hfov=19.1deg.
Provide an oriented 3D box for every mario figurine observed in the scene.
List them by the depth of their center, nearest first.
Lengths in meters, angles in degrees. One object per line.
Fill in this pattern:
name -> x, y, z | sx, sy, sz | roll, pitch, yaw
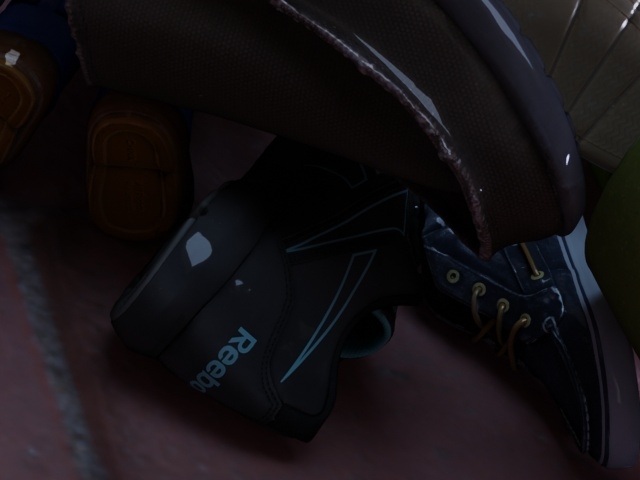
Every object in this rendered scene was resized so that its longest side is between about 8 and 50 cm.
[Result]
mario figurine -> -0.091, -0.120, 1.008 | 0.198, 0.170, 0.320 | 52, 36, -25

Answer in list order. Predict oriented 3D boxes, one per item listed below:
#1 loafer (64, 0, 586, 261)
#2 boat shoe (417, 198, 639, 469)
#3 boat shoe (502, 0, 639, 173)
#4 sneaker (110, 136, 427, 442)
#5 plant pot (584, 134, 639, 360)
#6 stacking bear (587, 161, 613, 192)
loafer -> -0.044, -0.098, 0.830 | 0.366, 0.134, 0.130 | 39, 77, 21
boat shoe -> 0.097, 0.038, 0.931 | 0.083, 0.065, 0.183 | -7, 49, -7
boat shoe -> 0.084, -0.125, 0.946 | 0.285, 0.103, 0.092 | 32, -3, -7
sneaker -> 0.000, 0.000, 0.903 | 0.106, 0.101, 0.267 | 41, 40, -1
plant pot -> 0.266, 0.049, 0.814 | 0.293, 0.275, 0.275 | 43, 37, 25
stacking bear -> 0.207, -0.090, 1.084 | 0.164, 0.175, 0.289 | 36, 18, -48
